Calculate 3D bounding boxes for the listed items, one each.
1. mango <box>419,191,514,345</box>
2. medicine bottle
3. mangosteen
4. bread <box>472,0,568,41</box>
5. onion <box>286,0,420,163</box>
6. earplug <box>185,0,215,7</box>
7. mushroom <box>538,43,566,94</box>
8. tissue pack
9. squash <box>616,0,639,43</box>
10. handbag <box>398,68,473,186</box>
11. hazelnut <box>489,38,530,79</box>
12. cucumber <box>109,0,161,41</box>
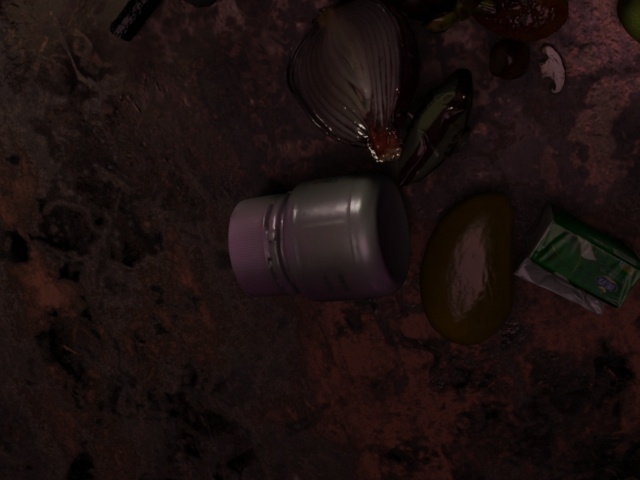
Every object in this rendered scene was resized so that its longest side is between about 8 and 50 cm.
[{"bbox_3d":[0.304,0.063,2.019,0.195,0.142,0.331,0,104,9],"label":"mango"},{"bbox_3d":[0.000,0.000,1.982,0.325,0.256,0.256,-7,110,24],"label":"medicine bottle"},{"bbox_3d":[0.226,-0.466,1.734,0.217,0.192,0.192,39,113,2],"label":"mangosteen"},{"bbox_3d":[0.336,-0.467,1.819,0.269,0.095,0.139,32,106,1],"label":"bread"},{"bbox_3d":[0.100,-0.285,1.856,0.267,0.159,0.348,-30,73,32],"label":"onion"},{"bbox_3d":[-0.173,-0.663,1.724,0.394,0.312,0.312,-40,100,19],"label":"earplug"},{"bbox_3d":[0.453,-0.334,1.890,0.049,0.019,0.101,-11,107,14],"label":"mushroom"},{"bbox_3d":[0.515,0.048,1.961,0.209,0.148,0.156,28,112,-2],"label":"tissue pack"},{"bbox_3d":[0.606,-0.402,1.749,0.123,0.186,0.123,3,118,6],"label":"squash"},{"bbox_3d":[0.222,-0.219,1.862,0.127,0.235,0.213,29,114,-2],"label":"handbag"},{"bbox_3d":[0.366,-0.347,1.873,0.086,0.086,0.086,4,112,9],"label":"hazelnut"},{"bbox_3d":[-0.344,-0.496,1.954,0.052,0.058,0.214,43,110,-1],"label":"cucumber"}]
